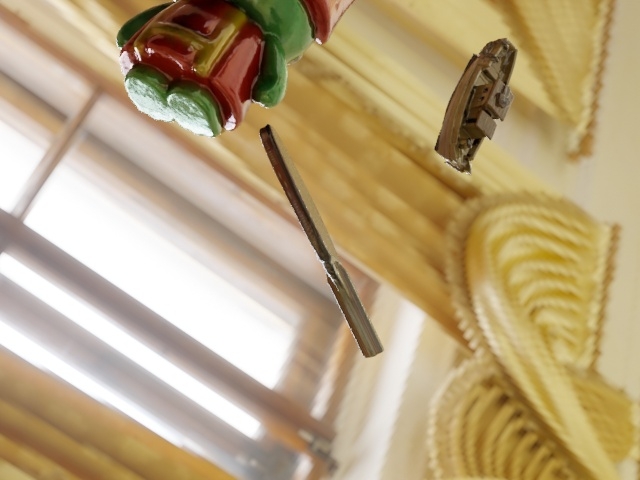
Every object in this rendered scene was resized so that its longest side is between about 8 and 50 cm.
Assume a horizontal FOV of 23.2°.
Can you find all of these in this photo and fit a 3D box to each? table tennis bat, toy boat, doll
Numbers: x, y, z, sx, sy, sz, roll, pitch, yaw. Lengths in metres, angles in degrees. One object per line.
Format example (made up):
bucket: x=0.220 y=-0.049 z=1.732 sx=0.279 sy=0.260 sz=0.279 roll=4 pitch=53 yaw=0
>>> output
table tennis bat: x=0.000 y=0.000 z=1.343 sx=0.019 sy=0.220 sz=0.130 roll=-26 pitch=173 yaw=4
toy boat: x=0.211 y=-0.174 z=2.032 sx=0.072 sy=0.064 sz=0.206 roll=-5 pitch=-126 yaw=44
doll: x=-0.055 y=-0.260 z=1.523 sx=0.363 sy=0.182 sz=0.160 roll=-53 pitch=149 yaw=-33
